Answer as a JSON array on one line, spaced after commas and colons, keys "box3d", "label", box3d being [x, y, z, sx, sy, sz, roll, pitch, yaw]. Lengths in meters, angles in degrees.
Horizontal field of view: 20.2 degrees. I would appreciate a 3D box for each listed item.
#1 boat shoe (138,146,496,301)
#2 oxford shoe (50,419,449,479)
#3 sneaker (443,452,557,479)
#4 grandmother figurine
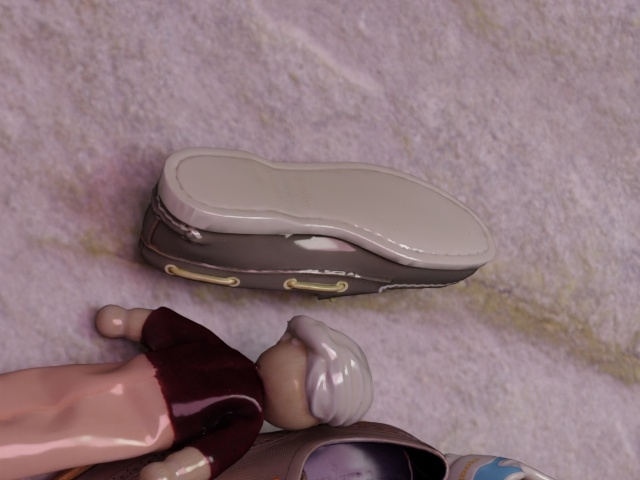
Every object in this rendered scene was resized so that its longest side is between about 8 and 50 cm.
[{"box3d": [-0.001, -0.003, 1.474, 0.305, 0.091, 0.109, 8, 41, -26], "label": "boat shoe"}, {"box3d": [-0.071, 0.202, 1.381, 0.363, 0.132, 0.130, -14, 87, -27], "label": "oxford shoe"}, {"box3d": [0.190, 0.251, 1.507, 0.228, 0.092, 0.087, 33, 66, -35], "label": "sneaker"}, {"box3d": [-0.125, 0.122, 1.359, 0.342, 0.104, 0.208, -7, 50, -16], "label": "grandmother figurine"}]
